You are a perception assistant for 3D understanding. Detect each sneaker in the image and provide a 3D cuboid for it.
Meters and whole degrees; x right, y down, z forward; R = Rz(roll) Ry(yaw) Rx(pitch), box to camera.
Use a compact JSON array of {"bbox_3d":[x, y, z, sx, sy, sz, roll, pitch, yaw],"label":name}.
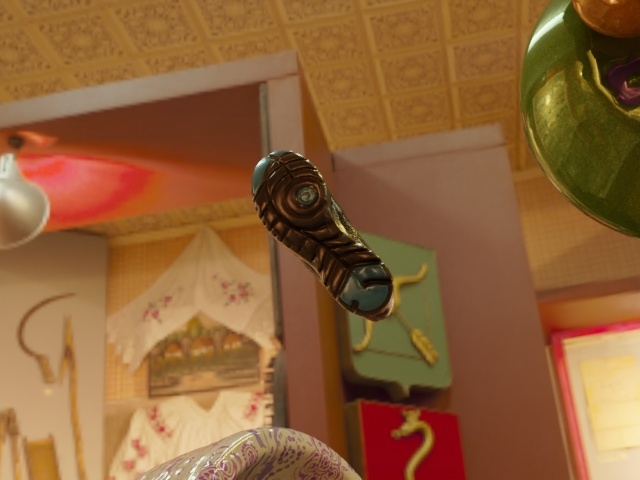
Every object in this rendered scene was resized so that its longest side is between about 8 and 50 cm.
[{"bbox_3d":[0.000,0.000,1.499,0.125,0.341,0.140,-34,-21,-1],"label":"sneaker"}]

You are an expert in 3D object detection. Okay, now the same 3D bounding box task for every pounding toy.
[{"bbox_3d":[0.185,-0.123,0.447,0.182,0.237,0.110,0,-16,20],"label":"pounding toy"}]

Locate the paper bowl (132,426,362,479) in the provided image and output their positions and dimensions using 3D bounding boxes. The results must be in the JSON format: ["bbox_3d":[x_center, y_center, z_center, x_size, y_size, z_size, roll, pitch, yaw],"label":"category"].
[{"bbox_3d":[-0.052,0.281,0.608,0.148,0.284,0.284,-26,-32,25],"label":"paper bowl"}]
